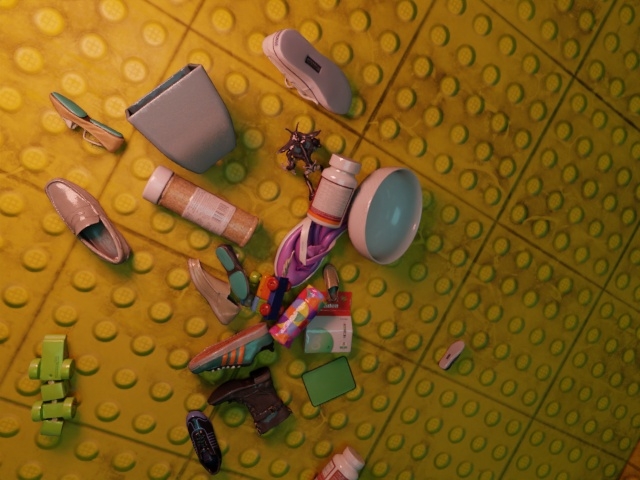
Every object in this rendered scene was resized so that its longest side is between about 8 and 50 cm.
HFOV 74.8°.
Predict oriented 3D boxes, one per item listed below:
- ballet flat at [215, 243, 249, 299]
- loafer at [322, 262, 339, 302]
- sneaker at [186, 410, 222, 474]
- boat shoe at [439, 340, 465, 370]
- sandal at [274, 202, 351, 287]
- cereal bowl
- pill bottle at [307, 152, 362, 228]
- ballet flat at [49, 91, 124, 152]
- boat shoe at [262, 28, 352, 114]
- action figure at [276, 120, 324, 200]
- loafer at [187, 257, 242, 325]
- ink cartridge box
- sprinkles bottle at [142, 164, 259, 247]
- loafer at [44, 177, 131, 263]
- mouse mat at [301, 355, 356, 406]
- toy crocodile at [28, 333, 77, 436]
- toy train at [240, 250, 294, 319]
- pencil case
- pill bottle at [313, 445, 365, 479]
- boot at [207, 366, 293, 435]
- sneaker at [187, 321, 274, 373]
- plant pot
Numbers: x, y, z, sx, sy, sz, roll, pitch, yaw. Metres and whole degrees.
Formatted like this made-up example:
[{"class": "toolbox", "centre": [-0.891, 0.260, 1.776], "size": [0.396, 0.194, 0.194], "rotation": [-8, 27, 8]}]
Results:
[{"class": "ballet flat", "centre": [-0.288, 0.102, 1.430], "size": [0.074, 0.074, 0.203], "rotation": [-28, 93, -9]}, {"class": "loafer", "centre": [0.044, 0.157, 1.534], "size": [0.056, 0.050, 0.147], "rotation": [-11, 93, -13]}, {"class": "sneaker", "centre": [-0.409, 0.718, 1.485], "size": [0.082, 0.090, 0.232], "rotation": [-25, 104, -10]}, {"class": "boat shoe", "centre": [0.544, 0.474, 1.722], "size": [0.142, 0.049, 0.040], "rotation": [-48, 125, -2]}, {"class": "sandal", "centre": [-0.012, -0.009, 1.472], "size": [0.169, 0.102, 0.416], "rotation": [39, 88, -16]}, {"class": "cereal bowl", "centre": [0.207, -0.095, 1.464], "size": [0.339, 0.141, 0.338], "rotation": [-20, 118, -43]}, {"class": "pill bottle", "centre": [0.047, -0.160, 1.352], "size": [0.121, 0.121, 0.221], "rotation": [16, 107, -16]}, {"class": "ballet flat", "centre": [-0.712, -0.348, 1.257], "size": [0.232, 0.080, 0.073], "rotation": [34, 104, -15]}, {"class": "boat shoe", "centre": [-0.051, -0.537, 1.372], "size": [0.367, 0.157, 0.135], "rotation": [24, 87, -45]}, {"class": "action figure", "centre": [-0.052, -0.272, 1.407], "size": [0.164, 0.141, 0.275], "rotation": [-29, 120, -7]}, {"class": "loafer", "centre": [-0.356, 0.161, 1.416], "size": [0.092, 0.102, 0.268], "rotation": [-31, 114, -10]}, {"class": "ink cartridge box", "centre": [0.032, 0.304, 1.558], "size": [0.181, 0.056, 0.224], "rotation": [3, 99, -15]}, {"class": "sprinkles bottle", "centre": [-0.380, -0.104, 1.353], "size": [0.356, 0.121, 0.121], "rotation": [29, 90, -17]}, {"class": "loafer", "centre": [-0.709, -0.058, 1.280], "size": [0.112, 0.111, 0.319], "rotation": [-42, 106, -5]}, {"class": "mouse mat", "centre": [0.034, 0.545, 1.618], "size": [0.190, 0.007, 0.152], "rotation": [-21, 103, -10]}, {"class": "toy crocodile", "centre": [-0.846, 0.464, 1.338], "size": [0.115, 0.105, 0.340], "rotation": [-1, 94, -14]}, {"class": "toy train", "centre": [-0.181, 0.136, 1.444], "size": [0.144, 0.105, 0.247], "rotation": [16, 88, 27]}, {"class": "pencil case", "centre": [-0.072, 0.266, 1.475], "size": [0.236, 0.104, 0.104], "rotation": [-46, 106, -14]}, {"class": "pill bottle", "centre": [0.068, 0.915, 1.622], "size": [0.121, 0.121, 0.216], "rotation": [43, 87, -16]}, {"class": "boot", "centre": [-0.248, 0.604, 1.510], "size": [0.263, 0.091, 0.228], "rotation": [-20, 102, -13]}, {"class": "sneaker", "centre": [-0.301, 0.403, 1.457], "size": [0.302, 0.108, 0.120], "rotation": [-24, 99, -11]}, {"class": "plant pot", "centre": [-0.394, -0.348, 1.258], "size": [0.248, 0.247, 0.252], "rotation": [-40, 122, -6]}]
